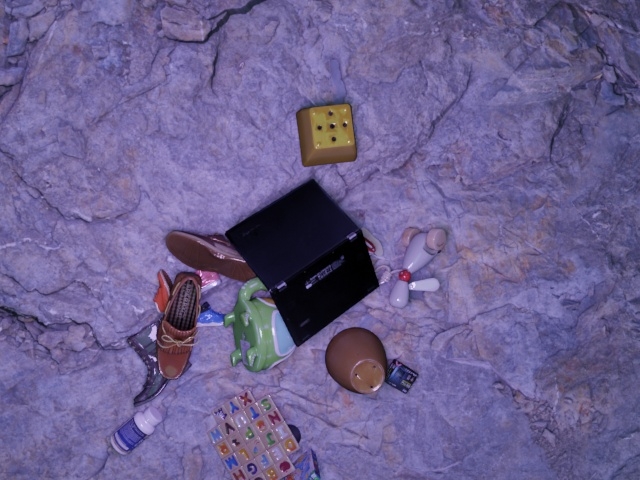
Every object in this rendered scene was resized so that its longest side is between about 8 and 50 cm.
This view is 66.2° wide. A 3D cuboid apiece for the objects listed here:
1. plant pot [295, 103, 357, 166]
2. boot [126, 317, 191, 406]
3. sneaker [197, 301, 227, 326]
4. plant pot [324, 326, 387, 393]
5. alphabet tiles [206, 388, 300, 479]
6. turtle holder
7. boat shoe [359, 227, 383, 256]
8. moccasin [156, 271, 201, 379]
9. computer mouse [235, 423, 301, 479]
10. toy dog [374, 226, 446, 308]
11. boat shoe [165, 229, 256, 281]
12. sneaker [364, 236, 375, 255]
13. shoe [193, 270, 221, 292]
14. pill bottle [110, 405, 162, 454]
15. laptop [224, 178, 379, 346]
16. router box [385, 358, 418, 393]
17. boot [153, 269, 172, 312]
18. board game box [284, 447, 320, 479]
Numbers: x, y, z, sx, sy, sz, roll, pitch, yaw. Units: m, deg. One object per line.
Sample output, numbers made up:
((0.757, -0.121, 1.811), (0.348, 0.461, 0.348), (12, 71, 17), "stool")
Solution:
((0.030, -0.395, 1.780), (0.212, 0.187, 0.213), (-7, 91, -5), "plant pot")
((-0.624, 0.440, 1.782), (0.263, 0.091, 0.229), (-40, 94, -14), "boot")
((-0.402, 0.268, 1.811), (0.152, 0.058, 0.085), (-4, 100, 1), "sneaker")
((0.145, 0.457, 1.772), (0.236, 0.254, 0.237), (0, 92, -5), "plant pot")
((-0.250, 0.740, 1.817), (0.285, 0.011, 0.343), (-32, 85, 5), "alphabet tiles")
((-0.209, 0.300, 1.762), (0.227, 0.243, 0.321), (-7, 60, -31), "turtle holder")
((0.189, 0.008, 1.877), (0.049, 0.042, 0.133), (-43, 95, -24), "boat shoe")
((-0.483, 0.301, 1.699), (0.139, 0.147, 0.381), (18, 93, -16), "moccasin")
((-0.179, 0.821, 1.841), (0.261, 0.060, 0.184), (-23, 92, -5), "computer mouse")
((0.364, 0.102, 1.839), (0.161, 0.220, 0.334), (34, 96, -37), "toy dog")
((-0.386, 0.039, 1.786), (0.341, 0.123, 0.123), (19, 120, -9), "boat shoe")
((0.092, 0.011, 1.844), (0.221, 0.087, 0.128), (46, 121, 22), "sneaker")
((-0.459, 0.158, 1.804), (0.177, 0.063, 0.081), (-26, 92, -10), "shoe")
((-0.662, 0.682, 1.773), (0.169, 0.094, 0.094), (-40, 94, -3), "pill bottle")
((-0.051, 0.071, 1.714), (0.381, 0.236, 0.408), (-34, 124, -19), "laptop")
((0.304, 0.520, 1.875), (0.122, 0.038, 0.092), (35, 88, -27), "router box")
((-0.581, 0.188, 1.794), (0.084, 0.059, 0.158), (-16, 92, 2), "boot")
((-0.070, 0.851, 1.782), (0.136, 0.201, 0.035), (-40, 94, -4), "board game box")
